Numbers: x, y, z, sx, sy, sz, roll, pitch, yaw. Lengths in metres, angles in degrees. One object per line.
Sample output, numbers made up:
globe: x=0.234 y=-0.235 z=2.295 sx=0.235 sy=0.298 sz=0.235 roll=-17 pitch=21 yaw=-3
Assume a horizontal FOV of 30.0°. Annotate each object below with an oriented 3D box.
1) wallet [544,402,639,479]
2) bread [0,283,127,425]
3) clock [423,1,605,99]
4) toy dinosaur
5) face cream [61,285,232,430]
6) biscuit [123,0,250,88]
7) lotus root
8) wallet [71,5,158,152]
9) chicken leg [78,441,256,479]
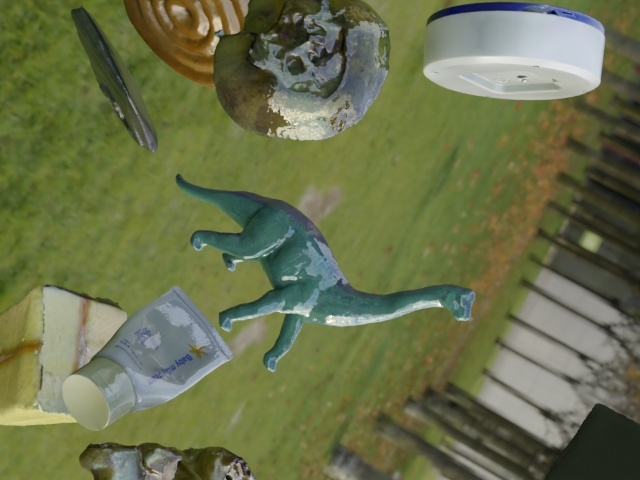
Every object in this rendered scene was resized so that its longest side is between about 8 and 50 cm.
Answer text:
wallet: x=0.382 y=0.286 z=1.342 sx=0.124 sy=0.244 sz=0.025 roll=-50 pitch=142 yaw=-16
bread: x=-0.409 y=0.163 z=1.598 sx=0.163 sy=0.264 sz=0.168 roll=23 pitch=62 yaw=-56
clock: x=0.249 y=-0.240 z=1.544 sx=0.230 sy=0.230 sz=0.083 roll=26 pitch=67 yaw=-78
toy dinosaur: x=0.000 y=0.000 z=1.678 sx=0.331 sy=0.383 sz=0.129 roll=-28 pitch=168 yaw=16
face cream: x=-0.196 y=0.134 z=1.377 sx=0.070 sy=0.114 sz=0.224 roll=-43 pitch=174 yaw=40
biscuit: x=-0.184 y=-0.324 z=1.674 sx=0.037 sy=0.262 sz=0.262 roll=-46 pitch=161 yaw=-36
lotus root: x=-0.024 y=-0.208 z=1.330 sx=0.078 sy=0.203 sz=0.183 roll=70 pitch=23 yaw=-81
wallet: x=-0.295 y=-0.227 z=1.720 sx=0.052 sy=0.169 sz=0.245 roll=-28 pitch=168 yaw=-5
chicken leg: x=-0.169 y=0.291 z=1.331 sx=0.211 sy=0.140 sz=0.361 roll=-25 pitch=164 yaw=-24
